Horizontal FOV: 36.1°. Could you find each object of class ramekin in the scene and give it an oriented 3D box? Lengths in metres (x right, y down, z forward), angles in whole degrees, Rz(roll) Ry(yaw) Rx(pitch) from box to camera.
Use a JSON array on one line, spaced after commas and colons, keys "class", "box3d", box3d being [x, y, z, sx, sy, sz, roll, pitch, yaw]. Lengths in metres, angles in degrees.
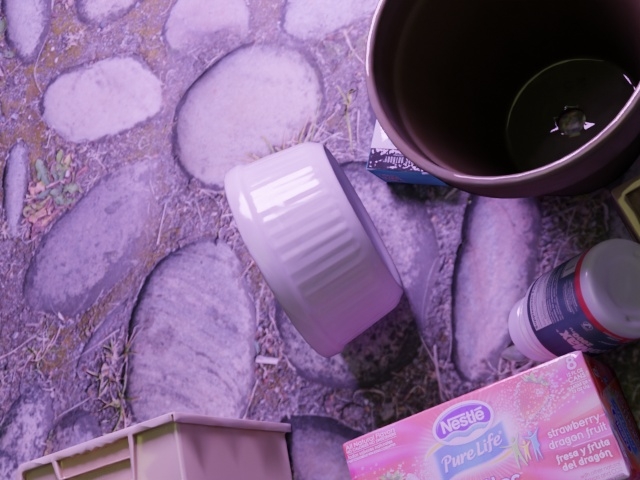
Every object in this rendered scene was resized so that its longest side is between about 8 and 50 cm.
[{"class": "ramekin", "box3d": [0.000, 0.000, 1.228, 0.127, 0.273, 0.273, -29, 63, 6]}]

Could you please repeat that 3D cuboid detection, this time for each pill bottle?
[{"class": "pill bottle", "box3d": [0.288, 0.075, 1.083, 0.180, 0.107, 0.108, 135, 133, -62]}]

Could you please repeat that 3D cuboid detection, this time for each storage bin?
[{"class": "storage bin", "box3d": [-0.201, 0.318, 1.245, 0.260, 0.262, 0.123, -21, 69, 23]}]

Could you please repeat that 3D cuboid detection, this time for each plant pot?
[{"class": "plant pot", "box3d": [0.253, -0.176, 1.113, 0.323, 0.280, 0.323, -9, 71, 28]}]

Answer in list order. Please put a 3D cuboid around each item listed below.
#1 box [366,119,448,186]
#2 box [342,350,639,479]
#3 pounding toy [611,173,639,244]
[{"class": "box", "box3d": [0.140, -0.199, 1.314, 0.100, 0.060, 0.244, 7, 80, 31]}, {"class": "box", "box3d": [0.198, 0.249, 1.100, 0.300, 0.154, 0.142, -27, 65, 22]}, {"class": "pounding toy", "box3d": [0.430, -0.068, 1.081, 0.206, 0.094, 0.181, -30, 75, 11]}]
